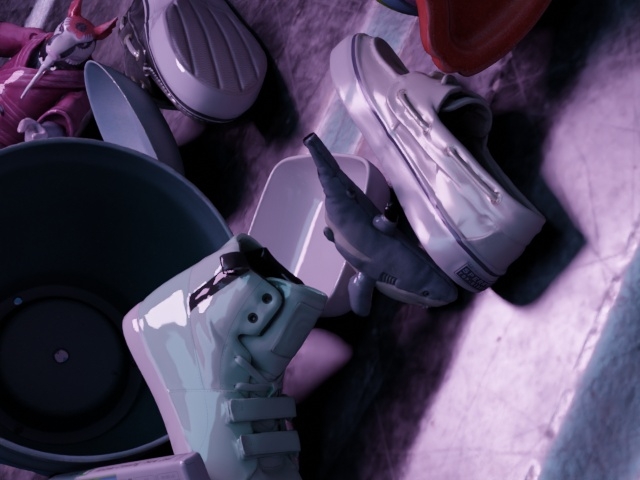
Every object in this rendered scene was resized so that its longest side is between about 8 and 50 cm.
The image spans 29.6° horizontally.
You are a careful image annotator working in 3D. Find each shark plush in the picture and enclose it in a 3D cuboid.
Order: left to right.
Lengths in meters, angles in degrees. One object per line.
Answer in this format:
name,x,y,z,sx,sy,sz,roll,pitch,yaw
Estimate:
shark plush,0.043,-0.017,0.912,0.073,0.161,0.067,-33,13,-35

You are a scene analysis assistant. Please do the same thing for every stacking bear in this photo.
stacking bear,0.070,-0.264,1.008,0.164,0.175,0.289,-37,27,-7

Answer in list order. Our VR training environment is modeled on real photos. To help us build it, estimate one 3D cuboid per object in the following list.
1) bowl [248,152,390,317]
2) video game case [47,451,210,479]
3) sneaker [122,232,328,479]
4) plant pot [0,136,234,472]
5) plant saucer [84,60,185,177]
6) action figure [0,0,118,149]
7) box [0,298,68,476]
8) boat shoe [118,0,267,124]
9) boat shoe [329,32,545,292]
bowl,0.000,0.000,1.020,0.142,0.053,0.142,4,73,52
video game case,-0.119,0.272,0.932,0.193,0.023,0.212,-18,95,44
sneaker,-0.041,0.115,0.923,0.151,0.094,0.256,-41,69,21
plant pot,-0.227,0.082,1.095,0.196,0.293,0.293,124,152,-59
plant saucer,-0.180,-0.100,1.232,0.037,0.195,0.195,-28,33,-18
action figure,-0.355,-0.135,1.423,0.370,0.276,0.248,-39,69,17
box,-0.301,0.115,1.278,0.060,0.101,0.244,-27,51,38
boat shoe,-0.143,-0.189,1.270,0.119,0.121,0.335,-59,26,22
boat shoe,0.089,-0.083,0.929,0.088,0.096,0.267,-42,43,21
